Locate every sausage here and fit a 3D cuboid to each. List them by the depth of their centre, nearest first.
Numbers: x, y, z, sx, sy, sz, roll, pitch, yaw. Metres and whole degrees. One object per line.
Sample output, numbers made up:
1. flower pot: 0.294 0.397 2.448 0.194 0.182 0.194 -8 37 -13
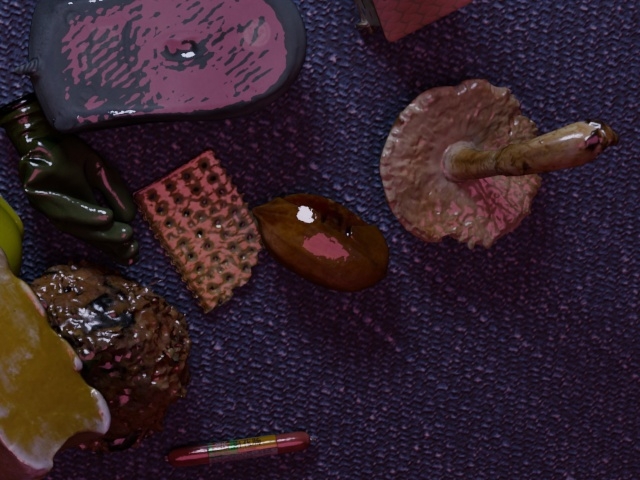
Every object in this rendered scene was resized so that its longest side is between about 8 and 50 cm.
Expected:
1. sausage: -0.116 0.302 1.716 0.223 0.029 0.029 -7 104 -7

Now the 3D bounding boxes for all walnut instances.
1. walnut: 0.000 0.000 1.627 0.207 0.116 0.116 23 99 -6

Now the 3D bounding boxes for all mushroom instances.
1. mushroom: 0.208 -0.125 1.544 0.233 0.301 0.208 -16 72 -17

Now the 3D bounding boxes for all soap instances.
1. soap: -0.443 0.171 1.465 0.156 0.335 0.293 -34 96 -42

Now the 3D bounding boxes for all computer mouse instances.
1. computer mouse: -0.205 -0.239 1.530 0.371 0.122 0.188 -8 93 -6

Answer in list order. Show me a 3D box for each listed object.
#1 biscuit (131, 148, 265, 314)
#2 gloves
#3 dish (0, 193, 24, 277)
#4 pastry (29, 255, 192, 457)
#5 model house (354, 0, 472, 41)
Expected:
1. biscuit: -0.155 -0.014 1.644 0.144 0.016 0.203 -33 104 0
2. gloves: -0.327 -0.074 1.558 0.268 0.135 0.107 53 134 1
3. dish: -0.475 -0.024 1.533 0.262 0.221 0.108 52 51 -7
4. pastry: -0.301 0.162 1.573 0.275 0.193 0.275 -2 104 -9
5. model house: 0.082 -0.415 1.471 0.169 0.244 0.326 -24 104 0
